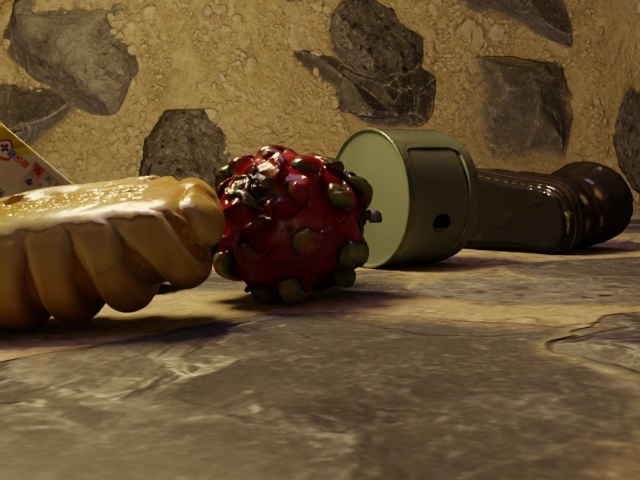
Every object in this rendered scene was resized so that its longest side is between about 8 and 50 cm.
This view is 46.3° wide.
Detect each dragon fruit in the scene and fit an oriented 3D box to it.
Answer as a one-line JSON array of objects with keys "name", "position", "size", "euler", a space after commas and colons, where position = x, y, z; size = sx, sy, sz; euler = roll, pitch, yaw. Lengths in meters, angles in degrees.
[{"name": "dragon fruit", "position": [-0.046, -0.029, 0.911], "size": [0.218, 0.198, 0.273], "euler": [-33, 21, -5]}]

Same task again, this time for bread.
[{"name": "bread", "position": [-0.247, 0.015, 0.740], "size": [0.311, 0.121, 0.173], "euler": [-8, 20, -1]}]

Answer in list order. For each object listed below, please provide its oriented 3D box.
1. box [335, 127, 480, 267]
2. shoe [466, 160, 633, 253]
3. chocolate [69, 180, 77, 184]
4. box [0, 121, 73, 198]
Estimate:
[{"name": "box", "position": [0.135, -0.072, 1.239], "size": [0.149, 0.226, 0.226], "euler": [-4, 4, -31]}, {"name": "shoe", "position": [0.426, -0.072, 1.504], "size": [0.237, 0.171, 0.384], "euler": [-12, 9, -29]}, {"name": "chocolate", "position": [-0.575, -0.056, 1.460], "size": [0.300, 0.137, 0.288], "euler": [26, -16, -40]}, {"name": "box", "position": [-0.438, -0.052, 1.127], "size": [0.168, 0.097, 0.265], "euler": [4, -34, 46]}]
